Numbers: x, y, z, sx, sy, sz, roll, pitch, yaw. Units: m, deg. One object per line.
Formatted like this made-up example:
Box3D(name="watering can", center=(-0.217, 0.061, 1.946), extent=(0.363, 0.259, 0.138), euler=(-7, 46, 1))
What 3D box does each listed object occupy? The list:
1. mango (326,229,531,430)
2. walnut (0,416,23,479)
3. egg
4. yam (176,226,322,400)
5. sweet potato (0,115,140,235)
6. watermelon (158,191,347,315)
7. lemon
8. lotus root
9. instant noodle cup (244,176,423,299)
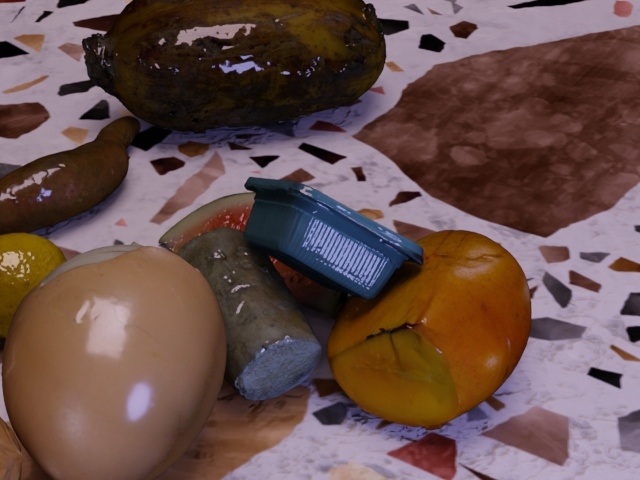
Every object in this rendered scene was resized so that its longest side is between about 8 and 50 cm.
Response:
Box3D(name="mango", center=(0.125, 0.072, 1.445), extent=(0.187, 0.138, 0.257), euler=(-8, 25, 37))
Box3D(name="walnut", center=(-0.355, 0.195, 1.231), extent=(0.206, 0.159, 0.159), euler=(-4, 35, 1))
Box3D(name="egg", center=(-0.187, 0.118, 1.310), extent=(0.201, 0.201, 0.244), euler=(3, 46, 0))
Box3D(name="yam", center=(-0.072, 0.078, 1.451), extent=(0.107, 0.107, 0.194), euler=(-13, 38, -20))
Box3D(name="sweet potato", center=(-0.296, -0.075, 1.681), extent=(0.108, 0.079, 0.346), euler=(10, 31, 32))
Box3D(name="watermelon", center=(-0.061, 0.010, 1.599), extent=(0.245, 0.063, 0.119), euler=(23, 53, 25))
Box3D(name="lemon", center=(-0.312, 0.046, 1.481), extent=(0.133, 0.109, 0.109), euler=(-5, 35, -25))
Box3D(name="lotus root", center=(-0.102, -0.239, 1.835), extent=(0.397, 0.179, 0.196), euler=(-7, 34, -14))
Box3D(name="instant noodle cup", center=(0.000, 0.000, 1.430), extent=(0.157, 0.070, 0.179), euler=(29, -5, -20))
